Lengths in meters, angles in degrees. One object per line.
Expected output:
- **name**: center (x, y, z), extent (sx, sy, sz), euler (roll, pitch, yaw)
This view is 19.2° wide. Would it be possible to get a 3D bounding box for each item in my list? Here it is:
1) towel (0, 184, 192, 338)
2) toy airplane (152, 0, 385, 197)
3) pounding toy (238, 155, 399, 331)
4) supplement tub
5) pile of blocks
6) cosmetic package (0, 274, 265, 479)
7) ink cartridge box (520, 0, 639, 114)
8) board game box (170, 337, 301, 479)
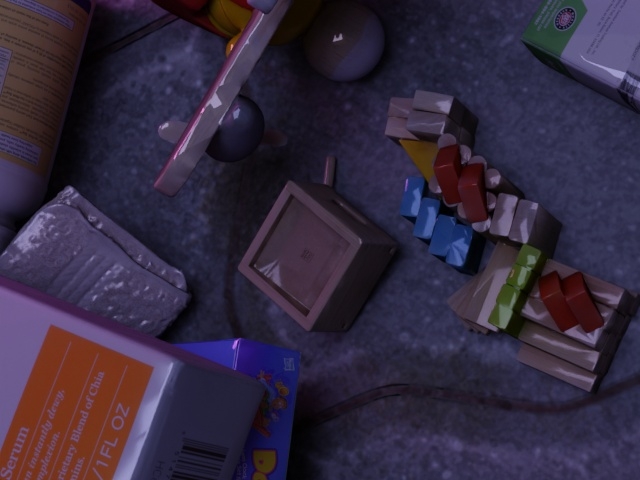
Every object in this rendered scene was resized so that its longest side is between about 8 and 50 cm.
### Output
- **towel**: center (-0.284, 0.098, 1.979), extent (0.187, 0.049, 0.282), euler (38, 96, -13)
- **toy airplane**: center (-0.025, -0.258, 1.888), extent (0.386, 0.272, 0.384), euler (-37, 32, 25)
- **pounding toy**: center (0.000, 0.000, 1.919), extent (0.141, 0.100, 0.130), euler (40, 109, 29)
- **supplement tub**: center (-0.391, -0.158, 2.037), extent (0.241, 0.241, 0.331), euler (10, 80, 25)
- **pile of blocks**: center (0.153, -0.006, 1.833), extent (0.149, 0.112, 0.362), euler (-43, 64, 8)
- **cosmetic package**: center (-0.303, 0.156, 1.786), extent (0.453, 0.161, 0.230), euler (19, 87, 32)
- **ink cartridge box**: center (0.331, -0.201, 1.814), extent (0.219, 0.092, 0.160), euler (33, 90, 27)
- **board game box**: center (-0.138, 0.276, 1.851), extent (0.233, 0.078, 0.347), euler (-7, 72, 52)
